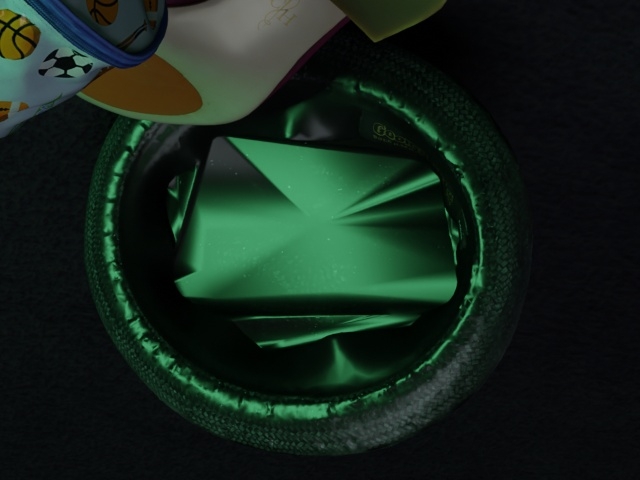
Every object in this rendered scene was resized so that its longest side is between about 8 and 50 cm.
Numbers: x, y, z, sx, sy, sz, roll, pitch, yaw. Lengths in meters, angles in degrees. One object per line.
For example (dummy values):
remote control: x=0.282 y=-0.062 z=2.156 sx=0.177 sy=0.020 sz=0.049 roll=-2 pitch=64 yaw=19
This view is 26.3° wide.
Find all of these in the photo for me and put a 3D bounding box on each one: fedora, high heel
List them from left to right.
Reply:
high heel: x=-0.032 y=-0.187 z=0.882 sx=0.377 sy=0.181 sz=0.127 roll=-7 pitch=141 yaw=42
fedora: x=0.000 y=0.000 z=1.008 sx=0.334 sy=0.334 sz=0.152 roll=-17 pitch=173 yaw=19

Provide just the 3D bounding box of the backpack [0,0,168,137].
backpack: x=-0.170 y=-0.192 z=0.700 sx=0.213 sy=0.263 sz=0.276 roll=-24 pitch=136 yaw=26
